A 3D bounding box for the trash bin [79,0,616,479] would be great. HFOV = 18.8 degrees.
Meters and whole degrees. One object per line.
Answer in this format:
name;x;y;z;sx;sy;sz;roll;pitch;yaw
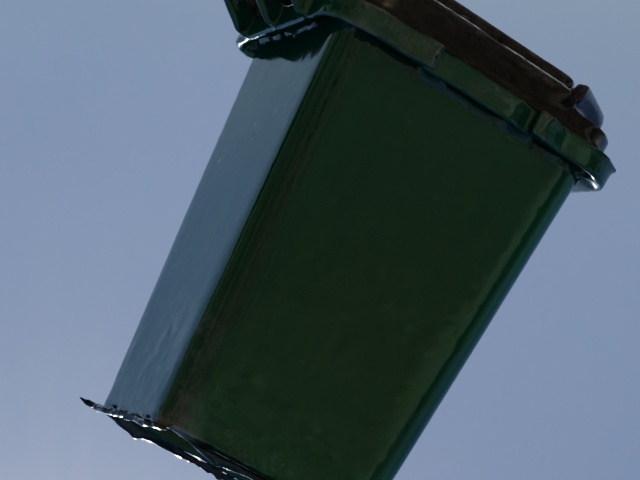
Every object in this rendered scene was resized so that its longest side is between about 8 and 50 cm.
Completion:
trash bin;0.000;0.000;1.437;0.295;0.381;0.259;31;168;-18
